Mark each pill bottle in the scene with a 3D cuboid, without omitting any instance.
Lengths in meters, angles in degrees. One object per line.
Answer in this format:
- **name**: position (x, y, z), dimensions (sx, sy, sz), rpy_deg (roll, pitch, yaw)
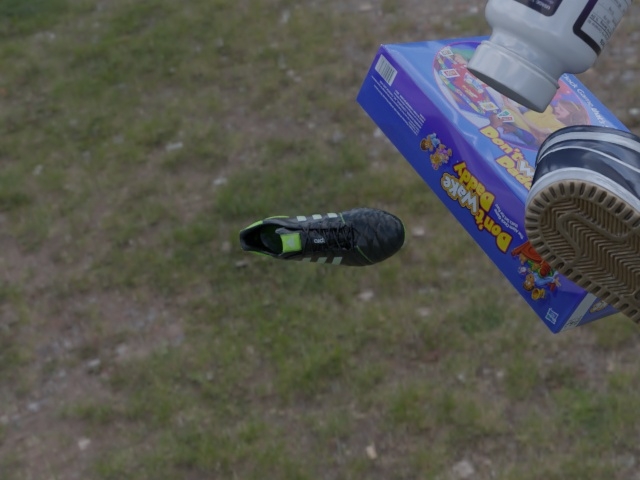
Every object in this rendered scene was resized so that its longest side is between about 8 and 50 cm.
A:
- **pill bottle**: position (0.211, -0.213, 1.036), dimensions (0.108, 0.108, 0.193), rpy_deg (36, 96, 45)

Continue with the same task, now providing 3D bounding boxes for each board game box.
- **board game box**: position (0.230, -0.077, 1.247), dimensions (0.233, 0.078, 0.347), rpy_deg (-12, 52, -37)

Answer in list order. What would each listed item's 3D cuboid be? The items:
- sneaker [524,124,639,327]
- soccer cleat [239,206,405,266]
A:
- **sneaker**: position (0.275, 0.018, 0.952), dimensions (0.099, 0.282, 0.153), rpy_deg (-43, 15, 26)
- **soccer cleat**: position (0.000, 0.000, 1.201), dimensions (0.179, 0.060, 0.072), rpy_deg (-2, 7, 34)
